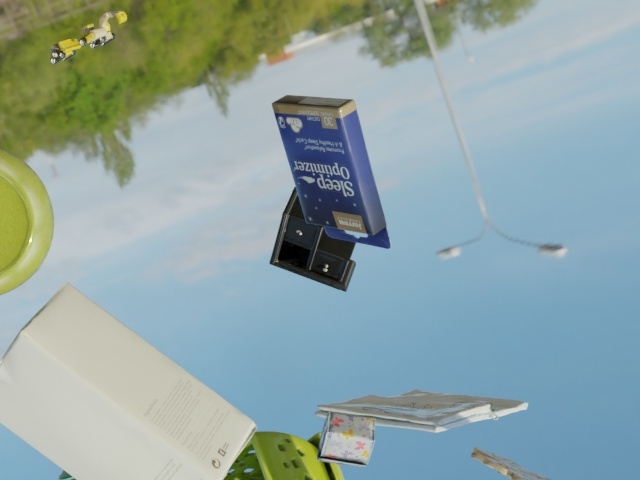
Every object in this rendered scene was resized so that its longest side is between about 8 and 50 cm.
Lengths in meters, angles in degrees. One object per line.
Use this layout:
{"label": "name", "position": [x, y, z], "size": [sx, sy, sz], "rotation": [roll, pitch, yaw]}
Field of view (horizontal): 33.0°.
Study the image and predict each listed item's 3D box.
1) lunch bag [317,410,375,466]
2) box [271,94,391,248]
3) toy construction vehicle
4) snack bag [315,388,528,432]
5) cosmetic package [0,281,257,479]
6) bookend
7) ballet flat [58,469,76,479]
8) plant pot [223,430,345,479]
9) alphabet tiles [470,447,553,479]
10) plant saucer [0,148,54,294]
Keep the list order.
{"label": "lunch bag", "position": [0.035, 0.281, 1.487], "size": [0.071, 0.083, 0.053], "rotation": [11, -138, -5]}
{"label": "box", "position": [0.017, -0.087, 1.485], "size": [0.136, 0.225, 0.036], "rotation": [11, -143, 46]}
{"label": "toy construction vehicle", "position": [-0.324, -0.286, 1.503], "size": [0.098, 0.035, 0.086], "rotation": [-20, -172, 43]}
{"label": "snack bag", "position": [0.217, 0.340, 2.217], "size": [0.323, 0.037, 0.342], "rotation": [-2, 179, 44]}
{"label": "cosmetic package", "position": [-0.327, 0.276, 1.725], "size": [0.217, 0.385, 0.156], "rotation": [-48, -177, 36]}
{"label": "bookend", "position": [0.000, 0.000, 1.998], "size": [0.157, 0.156, 0.072], "rotation": [21, -129, 1]}
{"label": "ballet flat", "position": [-0.407, 0.401, 1.948], "size": [0.091, 0.077, 0.241], "rotation": [-16, -162, 18]}
{"label": "plant pot", "position": [-0.073, 0.505, 2.094], "size": [0.207, 0.228, 0.227], "rotation": [0, 147, -40]}
{"label": "alphabet tiles", "position": [0.393, 0.426, 1.814], "size": [0.284, 0.278, 0.021], "rotation": [25, -92, 36]}
{"label": "plant saucer", "position": [-0.529, -0.027, 1.645], "size": [0.240, 0.241, 0.037], "rotation": [-23, -171, -6]}
